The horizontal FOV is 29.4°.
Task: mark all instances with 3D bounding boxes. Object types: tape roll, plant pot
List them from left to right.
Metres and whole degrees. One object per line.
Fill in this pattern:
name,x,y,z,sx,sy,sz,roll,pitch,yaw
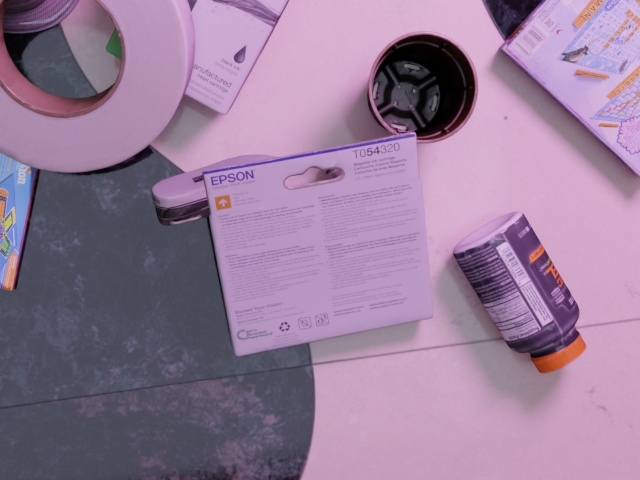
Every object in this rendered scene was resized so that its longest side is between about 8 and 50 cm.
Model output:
tape roll,-0.377,-0.287,1.770,0.392,0.072,0.392,2,116,4
plant pot,0.144,-0.230,1.889,0.167,0.165,0.167,0,93,-6

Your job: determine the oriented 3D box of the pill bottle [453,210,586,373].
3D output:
pill bottle,0.324,0.087,1.936,0.130,0.130,0.246,-32,95,-4

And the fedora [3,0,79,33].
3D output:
fedora,-0.488,-0.443,1.835,0.275,0.124,0.244,23,90,-6

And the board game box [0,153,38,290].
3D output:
board game box,-0.520,-0.074,1.893,0.145,0.027,0.281,12,91,-5

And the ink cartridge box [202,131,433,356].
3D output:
ink cartridge box,0.000,0.000,1.869,0.324,0.071,0.330,-10,117,-5

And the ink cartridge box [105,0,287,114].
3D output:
ink cartridge box,-0.161,-0.370,1.830,0.211,0.121,0.289,28,109,-5

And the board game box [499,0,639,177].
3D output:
board game box,0.509,-0.318,1.947,0.318,0.066,0.319,42,99,-6

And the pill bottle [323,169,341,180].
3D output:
pill bottle,0.060,-0.088,1.935,0.065,0.065,0.116,-37,96,-4

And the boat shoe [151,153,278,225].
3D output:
boat shoe,-0.154,-0.077,1.915,0.219,0.078,0.070,-14,128,-9
